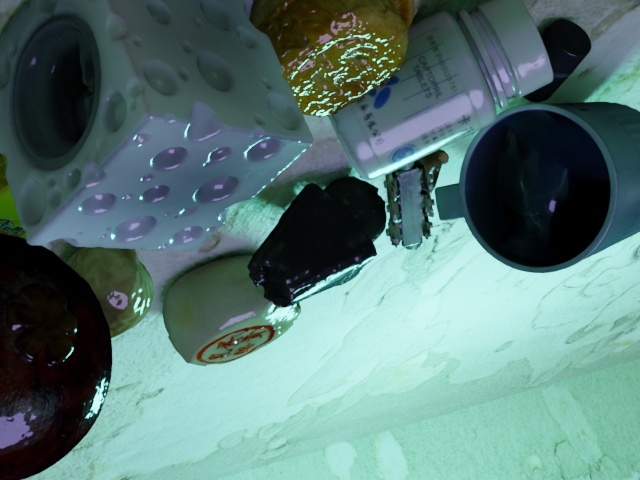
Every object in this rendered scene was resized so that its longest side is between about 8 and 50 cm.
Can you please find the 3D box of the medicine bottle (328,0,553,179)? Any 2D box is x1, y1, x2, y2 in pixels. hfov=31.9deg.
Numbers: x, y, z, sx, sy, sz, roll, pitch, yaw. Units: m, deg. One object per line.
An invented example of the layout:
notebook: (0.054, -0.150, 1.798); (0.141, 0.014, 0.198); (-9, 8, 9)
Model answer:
medicine bottle: (0.153, -0.213, 1.514); (0.293, 0.170, 0.170); (-26, 157, 6)

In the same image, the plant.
plant: (0.000, 0.000, 1.818); (0.256, 0.164, 0.142); (-38, 173, -26)

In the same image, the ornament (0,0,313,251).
ornament: (-0.200, -0.150, 1.241); (0.239, 0.240, 0.239); (4, 146, -48)

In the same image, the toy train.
toy train: (0.137, -0.078, 1.785); (0.080, 0.125, 0.194); (-7, 134, 1)

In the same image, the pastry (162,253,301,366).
pastry: (-0.160, 0.127, 2.021); (0.264, 0.133, 0.265); (-23, 158, -10)

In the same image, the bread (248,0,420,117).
bread: (0.006, -0.251, 1.358); (0.236, 0.120, 0.198); (-36, 150, 26)

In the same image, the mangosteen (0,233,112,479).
mangosteen: (-0.421, 0.153, 1.359); (0.306, 0.306, 0.359); (1, 157, -43)

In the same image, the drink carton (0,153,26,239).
drink carton: (-0.483, -0.009, 1.454); (0.351, 0.111, 0.154); (-31, 155, 20)

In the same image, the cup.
cup: (0.392, -0.078, 1.839); (0.331, 0.257, 0.311); (-44, 163, 33)

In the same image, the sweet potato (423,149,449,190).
sweet potato: (0.158, -0.087, 1.922); (0.072, 0.066, 0.314); (-9, 157, -14)

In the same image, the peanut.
peanut: (-0.358, 0.101, 1.764); (0.159, 0.143, 0.291); (14, 141, -39)

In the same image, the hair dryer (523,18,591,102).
hair dryer: (0.281, -0.267, 1.652); (0.219, 0.072, 0.124); (-1, 149, -28)
